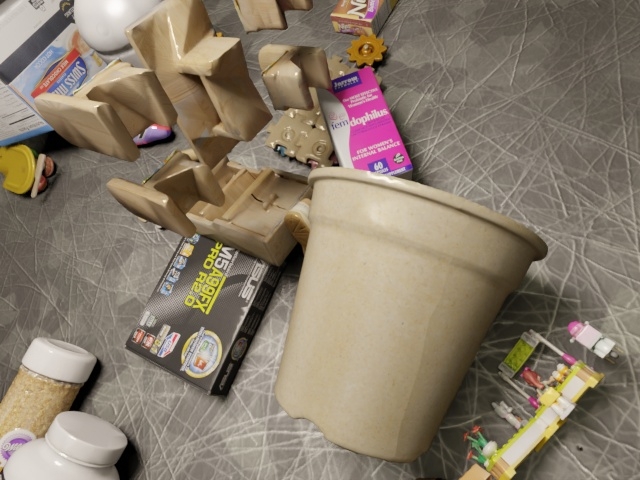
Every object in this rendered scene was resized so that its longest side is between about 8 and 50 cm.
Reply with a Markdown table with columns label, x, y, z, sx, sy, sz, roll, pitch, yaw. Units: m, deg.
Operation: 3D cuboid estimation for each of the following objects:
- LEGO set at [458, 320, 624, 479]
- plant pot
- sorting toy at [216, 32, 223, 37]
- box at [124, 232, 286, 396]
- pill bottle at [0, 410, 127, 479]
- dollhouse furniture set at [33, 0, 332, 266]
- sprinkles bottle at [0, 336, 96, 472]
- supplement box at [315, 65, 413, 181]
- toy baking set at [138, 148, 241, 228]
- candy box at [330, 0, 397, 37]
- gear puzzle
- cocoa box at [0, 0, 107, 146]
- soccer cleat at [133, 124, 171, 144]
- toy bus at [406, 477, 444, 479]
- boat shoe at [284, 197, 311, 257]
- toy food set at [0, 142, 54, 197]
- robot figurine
| label | x | y | z | sx | sy | sz | roll | pitch | yaw |
| --- | --- | --- | --- | --- | --- | --- | --- | --- | --- |
| LEGO set | 0.262 | 0.220 | 0.581 | 0.287 | 0.132 | 0.107 | -49 | 53 | 2 |
| plant pot | 0.090 | 0.105 | 0.600 | 0.333 | 0.334 | 0.306 | 19 | 87 | 25 |
| sorting toy | -0.429 | -0.527 | 1.170 | 0.347 | 0.047 | 0.196 | -8 | 66 | 16 |
| box | -0.217 | 0.121 | 0.818 | 0.216 | 0.060 | 0.270 | 18 | 75 | 26 |
| pill bottle | -0.456 | 0.457 | 0.693 | 0.181 | 0.181 | 0.323 | 22 | 76 | 26 |
| dollhouse furniture set | -0.178 | -0.171 | 0.691 | 0.256 | 0.394 | 0.362 | 19 | 58 | 31 |
| sprinkles bottle | -0.559 | 0.367 | 0.801 | 0.121 | 0.121 | 0.356 | 16 | 75 | 24 |
| supplement box | 0.078 | -0.183 | 0.791 | 0.111 | 0.114 | 0.220 | -20 | 71 | 4 |
| toy baking set | -0.300 | -0.123 | 0.966 | 0.256 | 0.030 | 0.197 | -5 | 67 | 17 |
| candy box | 0.116 | -0.560 | 0.991 | 0.109 | 0.053 | 0.187 | 25 | 77 | 26 |
| gear puzzle | 0.029 | -0.305 | 0.920 | 0.175 | 0.044 | 0.339 | 27 | 80 | 19 |
| cocoa box | -0.736 | -0.449 | 1.087 | 0.231 | 0.228 | 0.347 | -6 | 51 | 26 |
| soccer cleat | -0.475 | -0.265 | 1.070 | 0.247 | 0.083 | 0.095 | 13 | 102 | 18 |
| toy bus | 0.121 | 0.482 | 0.524 | 0.130 | 0.108 | 0.333 | -9 | 66 | 17 |
| boat shoe | 0.000 | 0.000 | 0.743 | 0.063 | 0.170 | 0.059 | 8 | 50 | 36 |
| toy food set | -0.766 | -0.185 | 1.141 | 0.217 | 0.071 | 0.128 | 19 | 100 | 27 |
| robot figurine | -0.374 | -0.433 | 0.937 | 0.299 | 0.353 | 0.200 | 7 | 71 | 21 |
